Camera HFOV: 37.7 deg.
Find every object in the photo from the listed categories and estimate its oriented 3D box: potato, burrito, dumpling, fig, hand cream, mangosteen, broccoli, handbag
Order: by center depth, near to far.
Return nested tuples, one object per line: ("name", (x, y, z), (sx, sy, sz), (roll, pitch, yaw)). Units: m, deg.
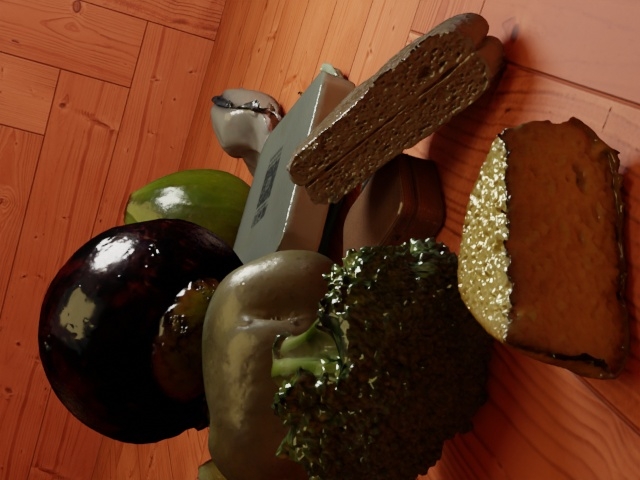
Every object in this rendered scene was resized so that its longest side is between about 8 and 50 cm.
("broccoli", (0.064, 0.142, 1.018), (0.235, 0.288, 0.260), (53, 141, 17))
("potato", (-0.039, 0.181, 1.290), (0.221, 0.243, 0.326), (151, 115, -67))
("handbag", (0.098, -0.030, 1.314), (0.193, 0.072, 0.151), (122, 155, -48))
("mangosteen", (-0.241, 0.144, 1.541), (0.381, 0.421, 0.381), (-3, -90, -90))
("hand cream", (0.000, 0.000, 1.647), (0.083, 0.048, 0.224), (-153, 82, -75))
("burrito", (0.022, -0.300, 1.786), (0.118, 0.044, 0.074), (-102, 22, -49))
("fig", (-0.279, -0.021, 2.056), (0.316, 0.316, 0.316), (-166, 90, -72))
("dumpling", (-0.184, -0.256, 2.206), (0.293, 0.163, 0.204), (43, 114, 57))

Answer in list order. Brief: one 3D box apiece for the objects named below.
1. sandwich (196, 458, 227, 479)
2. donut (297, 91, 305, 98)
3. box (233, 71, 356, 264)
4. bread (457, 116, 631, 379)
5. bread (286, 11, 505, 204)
("sandwich", (-0.143, 0.426, 1.676), (0.258, 0.096, 0.094), (145, 129, -62))
("donut", (-0.024, -0.259, 1.867), (0.067, 0.083, 0.038), (-39, -31, -34))
("box", (-0.059, -0.079, 1.707), (0.367, 0.090, 0.373), (142, 144, -64))
("bread", (0.201, 0.018, 0.874), (0.134, 0.129, 0.260), (119, 159, -58))
("bread", (0.101, -0.182, 1.255), (0.337, 0.102, 0.183), (-36, 10, 30))
